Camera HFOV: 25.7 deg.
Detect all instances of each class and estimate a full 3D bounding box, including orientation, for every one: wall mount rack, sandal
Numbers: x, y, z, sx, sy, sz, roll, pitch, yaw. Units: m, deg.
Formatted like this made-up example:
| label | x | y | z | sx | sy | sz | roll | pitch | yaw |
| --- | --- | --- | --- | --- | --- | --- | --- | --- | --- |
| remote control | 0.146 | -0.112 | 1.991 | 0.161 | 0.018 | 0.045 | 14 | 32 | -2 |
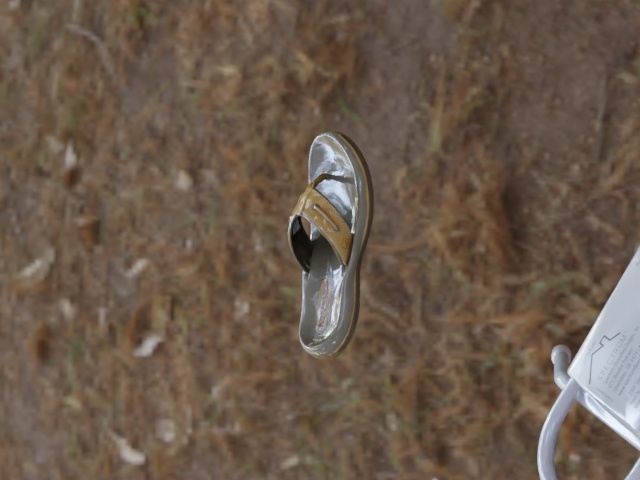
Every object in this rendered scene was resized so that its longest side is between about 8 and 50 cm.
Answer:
| label | x | y | z | sx | sy | sz | roll | pitch | yaw |
| --- | --- | --- | --- | --- | --- | --- | --- | --- | --- |
| wall mount rack | 0.281 | 0.050 | 1.100 | 0.350 | 0.130 | 0.304 | -61 | 33 | 8 |
| sandal | 0.000 | 0.000 | 1.073 | 0.072 | 0.049 | 0.180 | -9 | 71 | 53 |

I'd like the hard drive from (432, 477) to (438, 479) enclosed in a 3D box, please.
| label | x | y | z | sx | sy | sz | roll | pitch | yaw |
| --- | --- | --- | --- | --- | --- | --- | --- | --- | --- |
| hard drive | 0.036 | 0.379 | 1.227 | 0.307 | 0.203 | 0.040 | -39 | 30 | -13 |
